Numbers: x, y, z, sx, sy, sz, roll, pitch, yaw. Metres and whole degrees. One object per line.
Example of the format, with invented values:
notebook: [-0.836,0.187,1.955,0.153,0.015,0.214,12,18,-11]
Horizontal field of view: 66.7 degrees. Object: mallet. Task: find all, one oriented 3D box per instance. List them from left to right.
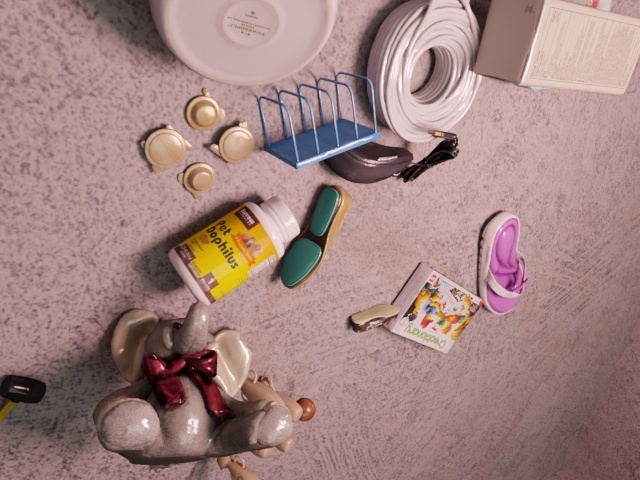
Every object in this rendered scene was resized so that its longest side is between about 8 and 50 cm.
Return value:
mallet: [-0.543,0.296,0.798,0.189,0.039,0.062,-43,134,-1]

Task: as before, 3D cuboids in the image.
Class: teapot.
teapot: [-0.108,-0.344,0.631,0.252,0.187,0.256,-20,154,14]

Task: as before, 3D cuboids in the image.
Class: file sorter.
file sorter: [-0.004,-0.210,0.826,0.170,0.118,0.104,-25,124,-22]

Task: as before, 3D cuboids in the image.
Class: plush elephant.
plush elephant: [-0.223,0.223,0.803,0.272,0.255,0.330,10,148,-26]

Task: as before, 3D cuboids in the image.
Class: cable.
cable: [0.199,-0.322,0.925,0.257,0.089,0.257,-50,134,1]

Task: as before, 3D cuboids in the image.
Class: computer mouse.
computer mouse: [0.149,-0.156,0.936,0.262,0.060,0.184,3,158,-37]

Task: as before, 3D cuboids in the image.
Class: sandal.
sandal: [0.547,0.099,1.419,0.169,0.102,0.416,-38,132,-11]

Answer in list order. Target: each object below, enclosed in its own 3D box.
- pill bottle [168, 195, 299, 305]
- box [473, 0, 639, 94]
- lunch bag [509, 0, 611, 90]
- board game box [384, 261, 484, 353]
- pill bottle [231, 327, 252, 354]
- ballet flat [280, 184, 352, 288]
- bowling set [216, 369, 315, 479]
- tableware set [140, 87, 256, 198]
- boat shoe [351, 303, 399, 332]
pill bottle: [-0.147,0.012,0.854,0.215,0.117,0.117,-35,131,-15]
box: [0.459,-0.366,0.923,0.311,0.121,0.148,-4,117,-29]
lunch bag: [0.501,-0.472,1.038,0.224,0.108,0.279,-15,123,-23]
board game box: [0.317,0.195,1.344,0.305,0.053,0.193,27,99,-43]
pill bottle: [-0.219,0.245,0.963,0.160,0.087,0.087,-33,131,-15]
ballet flat: [0.000,0.000,0.985,0.073,0.080,0.232,12,111,-56]
bowling set: [-0.125,0.404,1.115,0.200,0.154,0.287,-8,121,-54]
tableware set: [-0.193,-0.153,0.789,0.168,0.020,0.141,-43,131,-5]
boat shoe: [0.137,0.194,1.218,0.133,0.049,0.042,-14,122,-22]
